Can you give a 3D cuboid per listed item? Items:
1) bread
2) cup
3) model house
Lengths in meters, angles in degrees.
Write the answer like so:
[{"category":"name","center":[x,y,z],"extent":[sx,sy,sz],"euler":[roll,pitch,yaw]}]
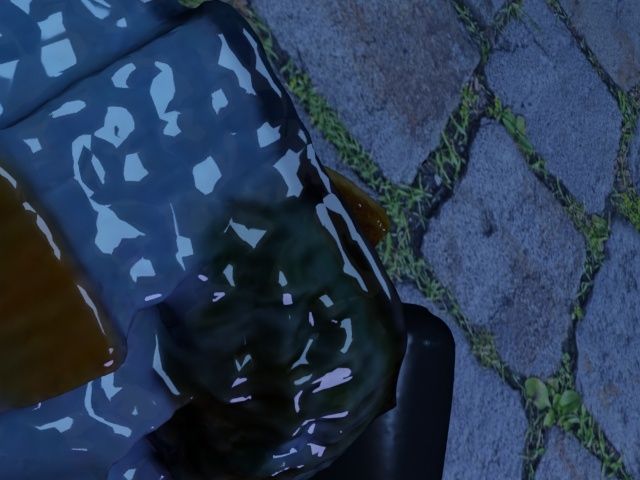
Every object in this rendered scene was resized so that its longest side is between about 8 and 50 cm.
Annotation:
[{"category":"bread","center":[-0.007,-0.024,0.877],"extent":[0.136,0.054,0.154],"euler":[56,40,-17]},{"category":"cup","center":[0.037,0.146,0.799],"extent":[0.223,0.169,0.176],"euler":[36,50,-71]},{"category":"model house","center":[-0.209,0.066,0.421],"extent":[0.339,0.360,0.297],"euler":[-37,110,-41]}]
